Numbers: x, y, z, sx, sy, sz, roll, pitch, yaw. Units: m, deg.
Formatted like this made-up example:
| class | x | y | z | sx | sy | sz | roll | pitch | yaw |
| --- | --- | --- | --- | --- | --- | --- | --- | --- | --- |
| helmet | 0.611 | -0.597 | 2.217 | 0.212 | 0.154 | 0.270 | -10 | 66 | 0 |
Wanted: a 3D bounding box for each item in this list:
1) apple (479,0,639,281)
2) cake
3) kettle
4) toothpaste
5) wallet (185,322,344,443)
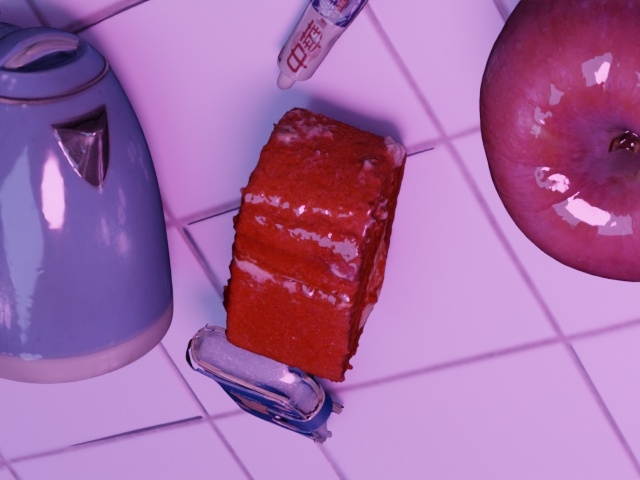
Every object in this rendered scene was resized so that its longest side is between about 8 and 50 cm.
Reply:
| class | x | y | z | sx | sy | sz | roll | pitch | yaw |
| --- | --- | --- | --- | --- | --- | --- | --- | --- | --- |
| apple | 0.278 | -0.112 | 1.539 | 0.305 | 0.235 | 0.306 | 13 | 128 | 18 |
| cake | 0.000 | 0.000 | 1.828 | 0.151 | 0.177 | 0.283 | 20 | 137 | 15 |
| kettle | -0.307 | -0.071 | 1.933 | 0.319 | 0.247 | 0.342 | 30 | 131 | 43 |
| toothpaste | 0.014 | -0.223 | 1.742 | 0.060 | 0.038 | 0.233 | 35 | 131 | -2 |
| wallet | -0.056 | 0.160 | 1.991 | 0.141 | 0.059 | 0.202 | 19 | 166 | 18 |
